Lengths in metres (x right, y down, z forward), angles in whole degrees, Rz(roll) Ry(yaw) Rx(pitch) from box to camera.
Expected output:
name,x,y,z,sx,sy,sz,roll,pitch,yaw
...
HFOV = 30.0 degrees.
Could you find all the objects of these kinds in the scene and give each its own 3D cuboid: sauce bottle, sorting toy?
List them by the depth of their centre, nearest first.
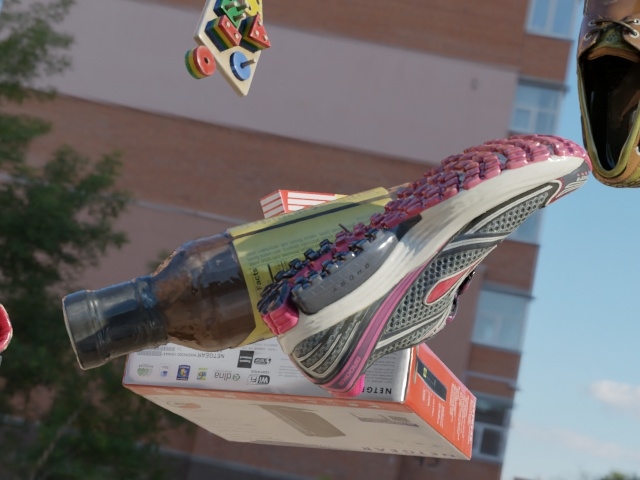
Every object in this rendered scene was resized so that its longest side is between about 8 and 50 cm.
name,x,y,z,sx,sy,sz,roll,pitch,yaw
sauce bottle,-0.060,0.037,1.096,0.345,0.111,0.111,-14,-9,-8
sorting toy,-0.127,-0.322,1.856,0.046,0.274,0.132,-15,-48,29

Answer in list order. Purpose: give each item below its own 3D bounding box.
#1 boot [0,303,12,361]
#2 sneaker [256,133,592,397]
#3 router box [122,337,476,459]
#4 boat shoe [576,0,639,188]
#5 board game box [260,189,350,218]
name,x,y,z,sx,sy,sz,roll,pitch,yaw
boot,-0.485,0.128,1.433,0.284,0.138,0.377,-14,1,29
sneaker,0.096,0.011,0.999,0.112,0.299,0.121,56,1,-14
router box,-0.012,0.179,1.412,0.336,0.082,0.301,0,-21,22
boat shoe,0.341,-0.212,1.327,0.111,0.307,0.104,-5,-4,30
board game box,0.000,0.000,1.874,0.045,0.146,0.194,-25,-16,36
